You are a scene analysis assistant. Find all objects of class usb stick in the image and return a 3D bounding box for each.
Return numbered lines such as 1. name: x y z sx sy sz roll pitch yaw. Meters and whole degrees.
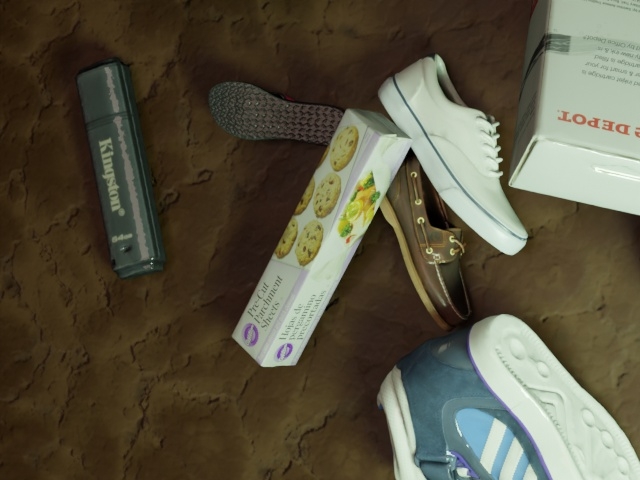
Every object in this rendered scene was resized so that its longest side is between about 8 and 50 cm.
1. usb stick: -0.253 -0.092 1.966 0.077 0.045 0.278 -14 83 20

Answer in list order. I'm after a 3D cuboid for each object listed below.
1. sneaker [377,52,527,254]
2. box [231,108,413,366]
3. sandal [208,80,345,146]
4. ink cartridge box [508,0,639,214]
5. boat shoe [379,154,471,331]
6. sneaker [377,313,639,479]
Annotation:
1. sneaker: 0.166 -0.103 1.776 0.091 0.094 0.258 -40 74 20
2. box: 0.000 0.000 1.814 0.067 0.063 0.324 44 116 34
3. sandal: -0.051 -0.150 1.898 0.179 0.040 0.067 13 98 7
4. ink cartridge box: 0.315 -0.172 1.620 0.197 0.114 0.273 13 62 -3
5. boat shoe: 0.129 0.000 1.798 0.073 0.073 0.207 -28 79 20
6. sneaker: 0.202 0.250 1.753 0.236 0.130 0.323 -34 94 40
